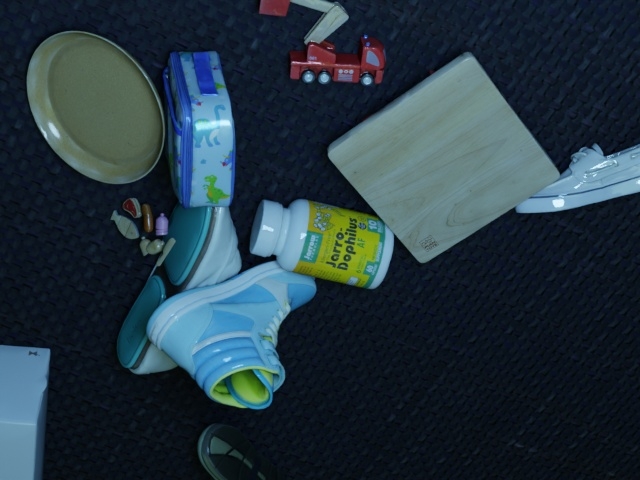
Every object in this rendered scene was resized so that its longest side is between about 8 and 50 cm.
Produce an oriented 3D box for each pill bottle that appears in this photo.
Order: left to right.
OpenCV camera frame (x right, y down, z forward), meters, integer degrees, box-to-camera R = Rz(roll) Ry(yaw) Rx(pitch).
[{"bbox_3d":[0.000,0.000,1.911,0.208,0.117,0.117,13,122,-12],"label":"pill bottle"}]

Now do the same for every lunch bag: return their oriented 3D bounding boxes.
[{"bbox_3d":[-0.173,-0.163,1.729,0.090,0.219,0.176,-2,126,-12],"label":"lunch bag"}]

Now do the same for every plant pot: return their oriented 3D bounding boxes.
[{"bbox_3d":[-0.317,-0.193,1.756,0.236,0.032,0.236,14,124,22],"label":"plant pot"}]

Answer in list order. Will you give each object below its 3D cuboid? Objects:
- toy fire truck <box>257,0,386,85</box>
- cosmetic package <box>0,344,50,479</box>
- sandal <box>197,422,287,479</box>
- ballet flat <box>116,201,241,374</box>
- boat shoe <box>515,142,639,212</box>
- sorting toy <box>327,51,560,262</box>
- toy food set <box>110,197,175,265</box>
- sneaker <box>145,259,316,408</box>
[{"bbox_3d":[0.004,-0.295,1.757,0.192,0.047,0.135,2,122,-7],"label":"toy fire truck"},{"bbox_3d":[-0.547,0.375,2.073,0.155,0.197,0.365,5,121,-7],"label":"cosmetic package"},{"bbox_3d":[-0.142,0.438,2.213,0.086,0.120,0.303,-8,127,35],"label":"sandal"},{"bbox_3d":[-0.203,0.060,1.945,0.139,0.139,0.400,19,124,-16],"label":"ballet flat"},{"bbox_3d":[0.427,-0.106,1.895,0.267,0.096,0.088,-13,96,11],"label":"boat shoe"},{"bbox_3d":[0.183,-0.135,1.853,0.257,0.089,0.255,-33,120,17],"label":"sorting toy"},{"bbox_3d":[-0.269,-0.021,1.896,0.019,0.122,0.078,-11,143,-55],"label":"toy food set"},{"bbox_3d":[-0.090,0.155,1.885,0.319,0.208,0.127,-20,146,-39],"label":"sneaker"}]
